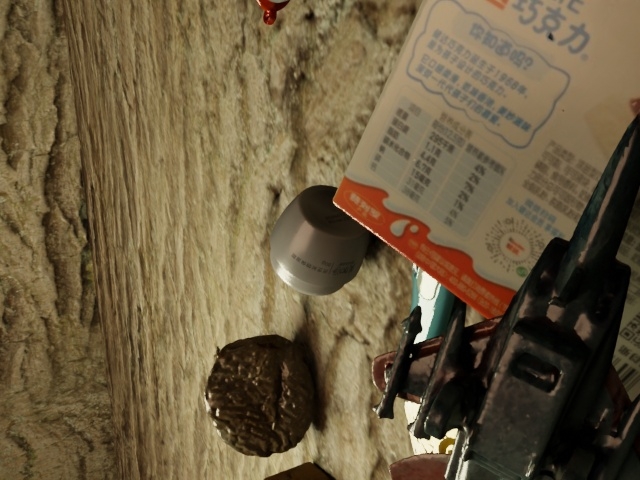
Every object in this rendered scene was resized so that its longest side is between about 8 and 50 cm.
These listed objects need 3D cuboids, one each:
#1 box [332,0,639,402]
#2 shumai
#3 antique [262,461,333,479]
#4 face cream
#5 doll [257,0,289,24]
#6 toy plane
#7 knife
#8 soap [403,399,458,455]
[{"bbox_3d":[0.163,-0.050,0.476,0.273,0.048,0.265,39,133,15],"label":"box"},{"bbox_3d":[-0.098,0.223,1.170,0.175,0.166,0.206,-110,18,-69],"label":"shumai"},{"bbox_3d":[-0.016,0.521,1.177,0.087,0.093,0.310,14,115,61],"label":"antique"},{"bbox_3d":[0.000,0.000,0.888,0.117,0.117,0.104,58,139,32],"label":"face cream"},{"bbox_3d":[-0.041,-0.371,0.850,0.142,0.076,0.245,45,136,48],"label":"doll"},{"bbox_3d":[0.140,0.073,0.459,0.222,0.104,0.326,25,128,23],"label":"toy plane"},{"bbox_3d":[0.114,0.081,0.798,0.064,0.031,0.222,47,145,38],"label":"knife"},{"bbox_3d":[0.192,0.210,0.644,0.274,0.089,0.174,-11,94,64],"label":"soap"}]
